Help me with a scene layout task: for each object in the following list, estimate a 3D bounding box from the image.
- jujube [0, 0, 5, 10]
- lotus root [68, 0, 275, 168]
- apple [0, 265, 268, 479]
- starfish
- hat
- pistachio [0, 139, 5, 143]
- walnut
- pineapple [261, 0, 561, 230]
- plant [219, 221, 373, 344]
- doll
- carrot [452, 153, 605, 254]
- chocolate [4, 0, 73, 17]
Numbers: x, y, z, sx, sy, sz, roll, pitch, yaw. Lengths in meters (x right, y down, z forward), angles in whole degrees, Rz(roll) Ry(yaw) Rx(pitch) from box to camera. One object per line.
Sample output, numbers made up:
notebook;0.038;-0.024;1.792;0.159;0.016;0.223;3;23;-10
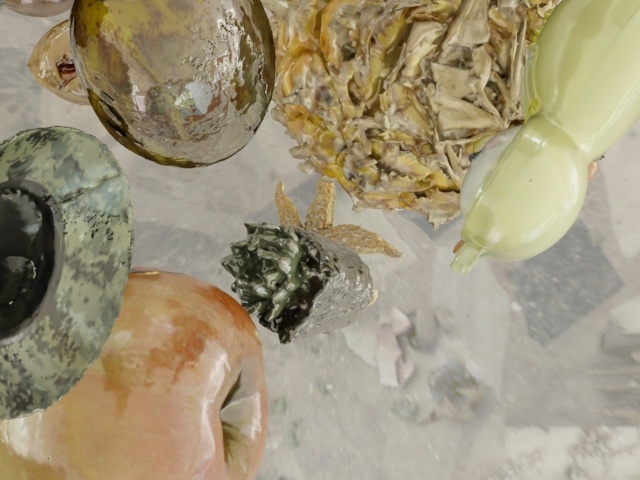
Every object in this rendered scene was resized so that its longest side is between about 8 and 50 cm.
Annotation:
jujube;-0.279;-0.179;0.568;0.215;0.308;0.246;31;106;-13
lotus root;-0.085;-0.107;0.637;0.120;0.209;0.120;-5;63;9
apple;-0.226;0.192;1.209;0.305;0.338;0.339;5;96;17
starfish;-0.003;-0.001;1.869;0.299;0.060;0.302;-30;64;30
hat;-0.277;0.014;0.861;0.128;0.265;0.266;16;95;20
pistachio;-0.306;-0.061;1.152;0.185;0.124;0.124;-2;97;-36
walnut;-0.305;-0.259;1.503;0.245;0.137;0.137;-1;96;5
pineapple;0.108;-0.184;1.011;0.352;0.300;0.352;-3;112;-8
plant;-0.032;0.053;1.311;0.129;0.194;0.132;38;106;39
doll;0.179;-0.098;0.755;0.117;0.141;0.296;41;79;8
carrot;0.376;-0.069;1.885;0.336;0.069;0.069;-38;95;20
chocolate;-0.453;-0.422;1.628;0.176;0.177;0.177;0;96;-1
